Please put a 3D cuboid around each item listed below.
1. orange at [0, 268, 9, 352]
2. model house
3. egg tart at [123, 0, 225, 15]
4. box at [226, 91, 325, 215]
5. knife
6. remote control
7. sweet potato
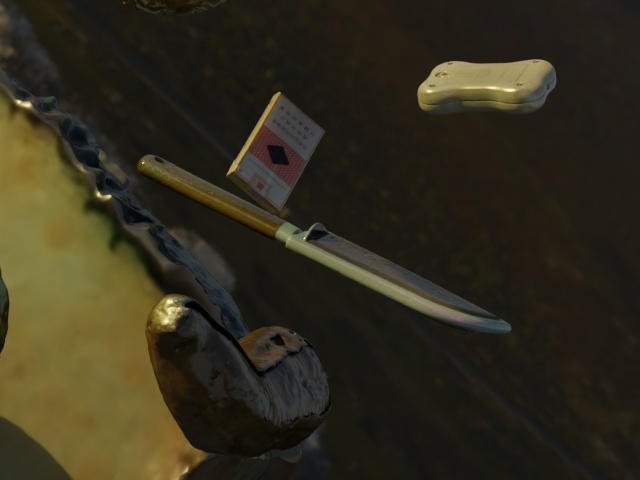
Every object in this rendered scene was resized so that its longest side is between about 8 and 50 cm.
[{"bbox_3d":[-0.342,0.056,0.943,0.262,0.335,0.196,56,47,-19],"label":"orange"},{"bbox_3d":[-0.237,0.117,1.536,0.445,0.395,0.400,38,1,18],"label":"model house"},{"bbox_3d":[-0.061,-0.292,1.239,0.116,0.294,0.295,38,12,35],"label":"egg tart"},{"bbox_3d":[-0.031,-0.062,1.172,0.046,0.012,0.083,41,53,-17],"label":"box"},{"bbox_3d":[0.001,0.000,1.357,0.343,0.027,0.061,26,18,19],"label":"knife"},{"bbox_3d":[0.153,-0.140,1.523,0.074,0.122,0.032,-50,134,-50],"label":"remote control"},{"bbox_3d":[-0.045,0.082,0.919,0.233,0.062,0.081,31,40,-73],"label":"sweet potato"}]
